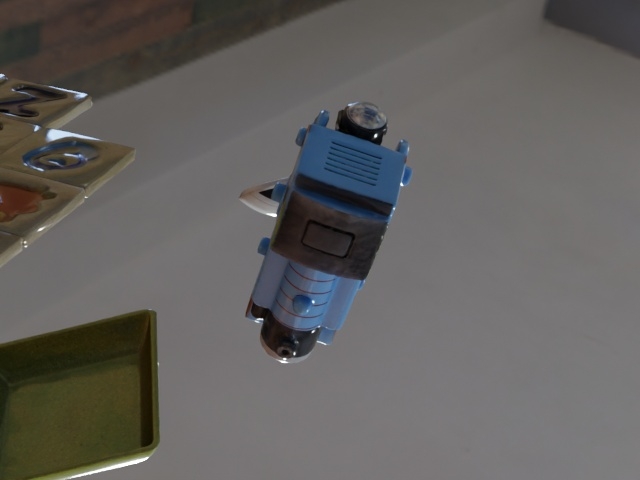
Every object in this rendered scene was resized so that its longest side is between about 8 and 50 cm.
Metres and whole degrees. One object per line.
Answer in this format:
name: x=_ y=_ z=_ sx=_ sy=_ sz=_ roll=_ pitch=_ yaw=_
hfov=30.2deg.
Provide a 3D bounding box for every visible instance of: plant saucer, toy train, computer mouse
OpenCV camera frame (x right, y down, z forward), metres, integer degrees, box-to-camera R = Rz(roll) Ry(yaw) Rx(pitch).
plant saucer: x=-0.239 y=0.161 z=1.125 sx=0.188 sy=0.045 sz=0.188 roll=-13 pitch=-141 yaw=2
toy train: x=0.000 y=0.000 z=0.754 sx=0.080 sy=0.184 sz=0.105 roll=20 pitch=-140 yaw=-2
computer mouse: x=-0.003 y=-0.059 z=1.411 sx=0.193 sy=0.042 sz=0.106 roll=-15 pitch=178 yaw=-18

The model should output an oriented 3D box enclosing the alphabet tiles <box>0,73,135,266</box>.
alphabet tiles: x=-0.267 y=-0.030 z=0.569 sx=0.285 sy=0.011 sz=0.342 roll=14 pitch=-152 yaw=14
